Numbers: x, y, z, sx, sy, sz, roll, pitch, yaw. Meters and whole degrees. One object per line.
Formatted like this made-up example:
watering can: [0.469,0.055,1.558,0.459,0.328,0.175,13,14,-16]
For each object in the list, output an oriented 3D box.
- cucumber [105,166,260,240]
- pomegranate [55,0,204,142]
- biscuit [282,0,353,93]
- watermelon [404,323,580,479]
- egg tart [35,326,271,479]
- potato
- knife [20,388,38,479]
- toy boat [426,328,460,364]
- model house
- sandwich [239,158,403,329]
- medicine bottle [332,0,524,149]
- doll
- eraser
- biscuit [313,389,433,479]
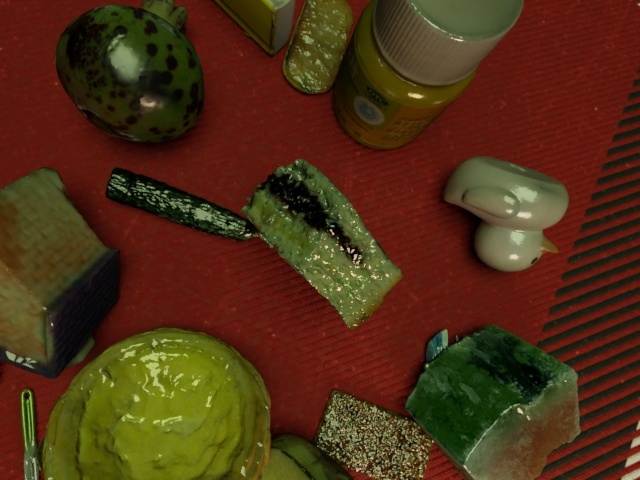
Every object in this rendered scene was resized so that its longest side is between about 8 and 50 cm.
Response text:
cucumber: [-0.254,-0.059,0.823,0.294,0.067,0.067,20,79,-7]
pomegranate: [-0.307,-0.312,0.792,0.242,0.242,0.305,35,48,-3]
biscuit: [-0.003,-0.430,0.940,0.119,0.029,0.246,20,79,-13]
watermelon: [0.343,0.332,0.800,0.264,0.151,0.301,-36,97,-12]
egg tart: [-0.243,0.308,0.685,0.346,0.132,0.345,7,43,-6]
potato: [0.000,0.437,0.755,0.272,0.160,0.111,45,34,14]
knife: [-0.497,0.347,0.742,0.022,0.026,0.183,1,76,-49]
toy boat: [0.276,0.250,0.888,0.149,0.034,0.105,32,75,-16]
model house: [-0.503,0.089,0.694,0.313,0.245,0.280,-24,115,13]
sandwich: [0.000,0.001,0.722,0.131,0.325,0.262,-43,91,-2]
medicine bottle: [0.161,-0.325,0.769,0.225,0.384,0.224,1,82,-10]
doll: [0.366,-0.050,0.881,0.251,0.221,0.221,28,77,19]
eraser: [-0.149,-0.493,0.857,0.226,0.158,0.069,44,75,0]
biscuit: [0.107,0.387,0.835,0.231,0.025,0.130,22,79,-5]
